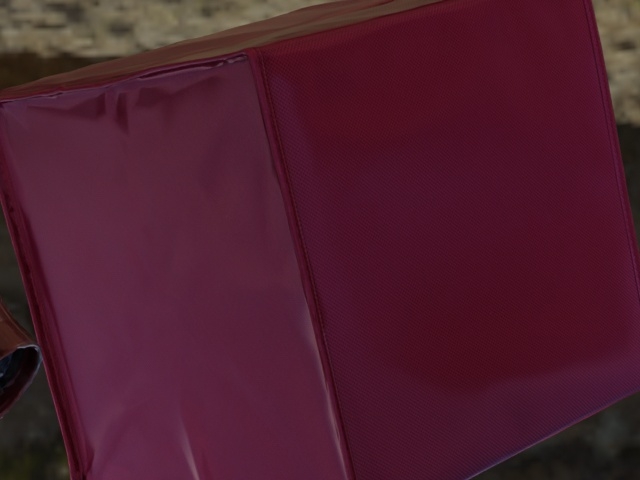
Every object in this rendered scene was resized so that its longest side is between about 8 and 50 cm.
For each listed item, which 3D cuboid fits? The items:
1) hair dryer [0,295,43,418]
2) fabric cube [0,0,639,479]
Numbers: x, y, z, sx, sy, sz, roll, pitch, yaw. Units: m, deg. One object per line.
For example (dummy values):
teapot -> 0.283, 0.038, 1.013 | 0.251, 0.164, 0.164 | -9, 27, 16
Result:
hair dryer -> -0.232, 0.022, 0.536 | 0.293, 0.224, 0.080 | 1, 158, 0
fabric cube -> 0.000, 0.000, 0.984 | 0.258, 0.254, 0.259 | -22, -166, -41
